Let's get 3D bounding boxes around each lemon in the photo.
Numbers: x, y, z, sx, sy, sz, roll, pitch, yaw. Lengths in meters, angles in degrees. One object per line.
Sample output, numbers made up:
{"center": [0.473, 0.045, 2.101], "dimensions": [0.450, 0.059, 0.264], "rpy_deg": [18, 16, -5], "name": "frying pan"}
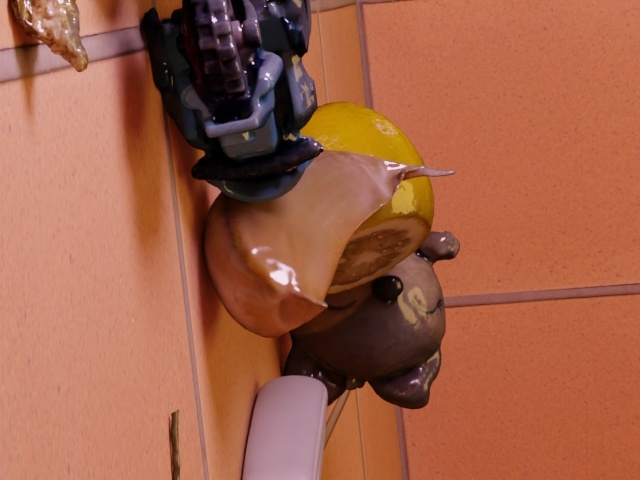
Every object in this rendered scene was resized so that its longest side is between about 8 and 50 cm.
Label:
{"center": [0.015, -0.066, 2.229], "dimensions": [0.240, 0.240, 0.219], "rpy_deg": [65, 1, -68], "name": "lemon"}

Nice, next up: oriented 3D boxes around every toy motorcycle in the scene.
{"center": [-0.078, -0.150, 1.796], "dimensions": [0.416, 0.172, 0.232], "rpy_deg": [-106, -175, -87], "name": "toy motorcycle"}

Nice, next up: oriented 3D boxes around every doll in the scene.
{"center": [0.071, 0.066, 2.494], "dimensions": [0.378, 0.252, 0.382], "rpy_deg": [47, 47, -80], "name": "doll"}

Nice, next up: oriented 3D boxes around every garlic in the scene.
{"center": [-0.007, -0.009, 2.006], "dimensions": [0.338, 0.196, 0.151], "rpy_deg": [-44, 143, -47], "name": "garlic"}

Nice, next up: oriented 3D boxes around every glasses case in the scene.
{"center": [-0.041, 0.242, 2.122], "dimensions": [0.233, 0.092, 0.059], "rpy_deg": [-84, 172, -59], "name": "glasses case"}

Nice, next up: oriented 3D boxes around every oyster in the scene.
{"center": [-0.219, -0.214, 1.347], "dimensions": [0.121, 0.045, 0.146], "rpy_deg": [52, 31, -50], "name": "oyster"}

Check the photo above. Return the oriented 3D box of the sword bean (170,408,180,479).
{"center": [-0.141, 0.207, 1.717], "dimensions": [0.012, 0.012, 0.083], "rpy_deg": [26, 60, -81], "name": "sword bean"}
